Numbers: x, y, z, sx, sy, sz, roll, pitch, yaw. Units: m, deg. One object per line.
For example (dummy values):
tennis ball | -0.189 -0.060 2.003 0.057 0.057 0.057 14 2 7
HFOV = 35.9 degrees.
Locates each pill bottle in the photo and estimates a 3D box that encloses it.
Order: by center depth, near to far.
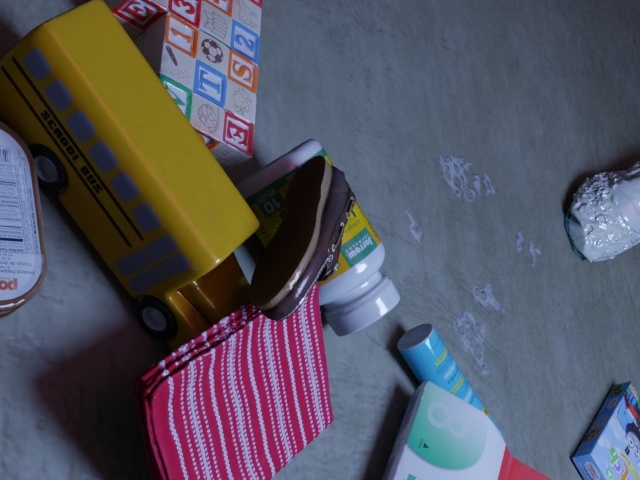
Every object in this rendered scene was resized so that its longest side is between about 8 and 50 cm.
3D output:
pill bottle | 0.000 0.000 1.122 0.208 0.117 0.117 58 40 -7

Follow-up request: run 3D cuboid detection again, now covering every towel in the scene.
towel | -0.071 0.162 0.962 0.275 0.031 0.199 -33 124 -49

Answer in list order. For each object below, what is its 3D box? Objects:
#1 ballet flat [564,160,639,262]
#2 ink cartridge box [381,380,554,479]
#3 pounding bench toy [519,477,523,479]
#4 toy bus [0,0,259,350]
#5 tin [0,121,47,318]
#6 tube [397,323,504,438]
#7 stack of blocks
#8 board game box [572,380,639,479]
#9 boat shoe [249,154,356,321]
ballet flat | 0.570 -0.082 1.769 0.409 0.147 0.147 -28 91 -49
ink cartridge box | 0.185 0.293 1.154 0.225 0.056 0.181 28 46 -2
pounding bench toy | 0.243 0.350 1.234 0.083 0.065 0.052 58 40 -7
toy bus | -0.172 -0.054 0.956 0.332 0.130 0.108 55 41 -9
tin | -0.301 -0.024 0.878 0.106 0.040 0.189 3 67 -41
tube | 0.170 0.201 1.257 0.207 0.052 0.080 57 49 -18
stack of blocks | -0.159 -0.230 1.100 0.171 0.087 0.297 25 53 -37
board game box | 0.467 0.336 1.503 0.211 0.039 0.160 -37 98 -49
boat shoe | -0.008 0.004 0.985 0.073 0.073 0.207 48 43 -28
